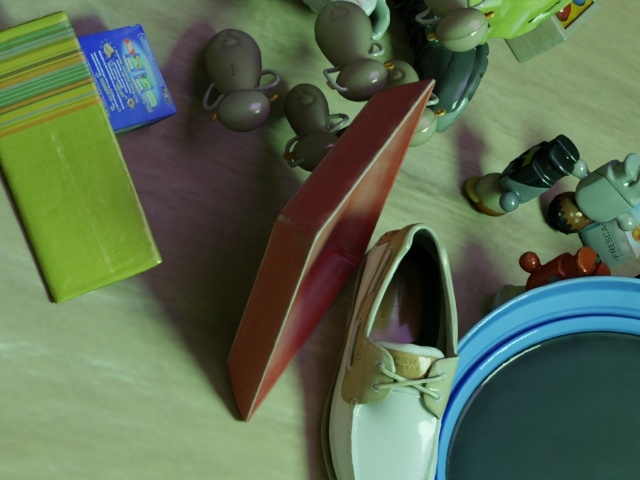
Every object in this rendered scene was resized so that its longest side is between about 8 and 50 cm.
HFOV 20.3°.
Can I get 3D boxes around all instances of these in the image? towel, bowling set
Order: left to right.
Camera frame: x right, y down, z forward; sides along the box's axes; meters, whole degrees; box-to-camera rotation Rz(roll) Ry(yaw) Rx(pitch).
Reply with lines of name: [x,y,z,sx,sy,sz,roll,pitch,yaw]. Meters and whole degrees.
towel: [-0.224,-0.072,1.532,0.102,0.021,0.237,-21,88,-15]
bowling set: [0.044,-0.126,1.720,0.154,0.287,0.200,-105,175,-55]

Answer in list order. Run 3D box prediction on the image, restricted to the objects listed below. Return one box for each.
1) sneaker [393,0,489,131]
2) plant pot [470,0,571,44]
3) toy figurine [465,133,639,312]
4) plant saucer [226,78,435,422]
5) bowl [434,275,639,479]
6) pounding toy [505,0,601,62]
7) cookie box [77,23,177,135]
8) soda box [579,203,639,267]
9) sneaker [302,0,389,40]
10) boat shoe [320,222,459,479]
sneaker: [0.124,-0.234,1.951,0.106,0.101,0.267,21,53,-17]
plant pot: [0.154,-0.349,1.830,0.276,0.276,0.254,-11,61,-47]
toy figurine: [0.272,0.005,1.943,0.213,0.148,0.209,6,62,-42]
plant saucer: [0.000,0.000,1.616,0.047,0.258,0.259,28,45,8]
bowl: [0.286,0.222,1.730,0.391,0.077,0.391,0,61,1]
pounding toy: [0.253,-0.301,2.089,0.141,0.100,0.130,57,42,-9]
cookie box: [-0.193,-0.140,1.605,0.107,0.040,0.092,-20,87,-48]
soda box: [0.384,-0.019,2.118,0.183,0.063,0.058,-21,87,-49]
sneaker: [0.008,-0.269,1.765,0.115,0.090,0.232,46,8,33]
boat shoe: [0.068,0.125,1.671,0.113,0.103,0.302,8,64,-13]
